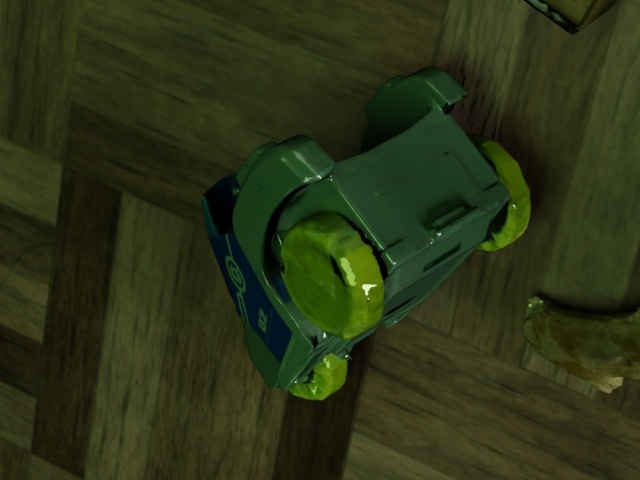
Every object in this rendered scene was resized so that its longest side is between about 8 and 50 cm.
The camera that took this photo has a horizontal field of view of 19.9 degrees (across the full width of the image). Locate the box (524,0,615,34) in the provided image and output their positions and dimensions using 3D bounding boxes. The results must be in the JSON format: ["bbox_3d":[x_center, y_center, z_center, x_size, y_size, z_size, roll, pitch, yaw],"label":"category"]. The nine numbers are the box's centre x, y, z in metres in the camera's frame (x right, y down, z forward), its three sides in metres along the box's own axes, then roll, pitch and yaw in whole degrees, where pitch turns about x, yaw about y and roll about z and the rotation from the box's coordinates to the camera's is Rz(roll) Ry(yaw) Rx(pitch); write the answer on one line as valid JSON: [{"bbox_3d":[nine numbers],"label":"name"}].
[{"bbox_3d":[0.137,-0.281,1.310,0.240,0.071,0.159,37,128,12],"label":"box"}]

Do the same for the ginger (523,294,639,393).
[{"bbox_3d":[0.273,0.052,1.378,0.295,0.086,0.131,-15,126,40],"label":"ginger"}]

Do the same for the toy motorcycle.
[{"bbox_3d":[0.000,0.000,1.471,0.200,0.191,0.326,55,146,8],"label":"toy motorcycle"}]
